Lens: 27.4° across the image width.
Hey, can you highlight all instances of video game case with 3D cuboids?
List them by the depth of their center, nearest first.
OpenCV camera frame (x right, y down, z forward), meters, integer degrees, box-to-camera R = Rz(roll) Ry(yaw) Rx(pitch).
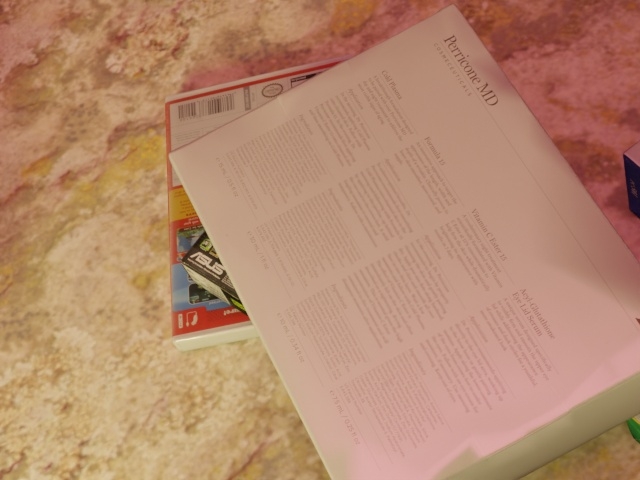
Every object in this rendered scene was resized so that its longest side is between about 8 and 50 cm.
[{"bbox_3d":[-0.049,-0.042,1.268,0.204,0.025,0.285,-12,58,10],"label":"video game case"}]

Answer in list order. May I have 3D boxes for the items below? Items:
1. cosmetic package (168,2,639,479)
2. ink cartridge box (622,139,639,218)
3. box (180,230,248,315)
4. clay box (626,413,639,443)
[{"bbox_3d":[0.080,0.019,1.075,0.284,0.097,0.377,-29,60,0],"label":"cosmetic package"},{"bbox_3d":[0.356,-0.100,1.137,0.207,0.097,0.046,-38,58,-7],"label":"ink cartridge box"},{"bbox_3d":[0.000,0.000,1.189,0.190,0.045,0.184,29,71,28],"label":"box"},{"bbox_3d":[0.362,0.107,1.028,0.222,0.053,0.127,-38,42,-7],"label":"clay box"}]
